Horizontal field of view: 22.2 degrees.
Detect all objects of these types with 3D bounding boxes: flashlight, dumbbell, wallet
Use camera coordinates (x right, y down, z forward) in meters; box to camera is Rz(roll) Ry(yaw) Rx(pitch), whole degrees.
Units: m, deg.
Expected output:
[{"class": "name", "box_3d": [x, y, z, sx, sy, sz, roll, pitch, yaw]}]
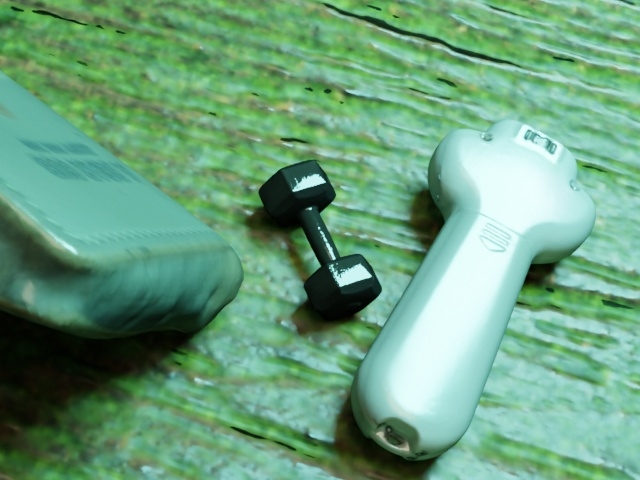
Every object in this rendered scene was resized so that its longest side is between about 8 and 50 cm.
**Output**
[{"class": "flashlight", "box_3d": [0.074, 0.026, 0.840, 0.093, 0.047, 0.200, 29, 61, -1]}, {"class": "dumbbell", "box_3d": [0.000, 0.000, 0.843, 0.040, 0.036, 0.083, -16, 65, -22]}, {"class": "wallet", "box_3d": [-0.211, -0.069, 0.744, 0.360, 0.252, 0.083, 35, 99, 10]}]
